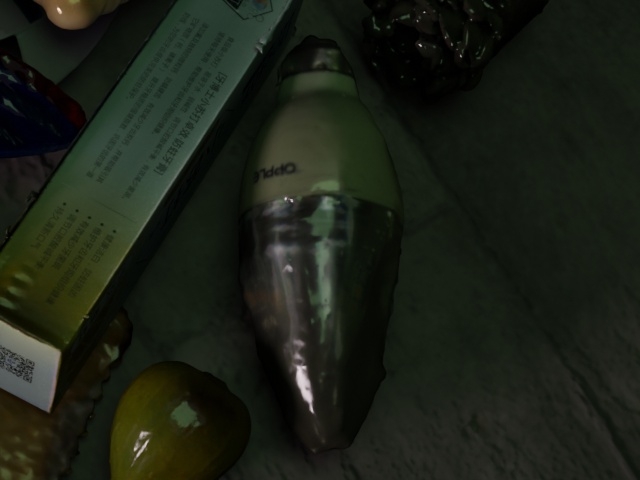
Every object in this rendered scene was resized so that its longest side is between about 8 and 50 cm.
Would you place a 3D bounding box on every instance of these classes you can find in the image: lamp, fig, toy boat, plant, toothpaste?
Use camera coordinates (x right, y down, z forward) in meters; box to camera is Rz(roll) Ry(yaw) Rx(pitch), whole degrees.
[{"bbox_3d":[0.000,0.000,1.160,0.101,0.101,0.250,5,67,-13],"label":"lamp"},{"bbox_3d":[-0.083,0.110,1.102,0.074,0.074,0.088,38,79,5],"label":"fig"},{"bbox_3d":[-0.186,-0.150,1.213,0.318,0.072,0.219,-28,72,-35],"label":"toy boat"},{"bbox_3d":[0.085,-0.149,1.261,0.094,0.092,0.143,47,54,2],"label":"plant"},{"bbox_3d":[-0.104,-0.050,1.154,0.071,0.089,0.313,27,58,4],"label":"toothpaste"}]

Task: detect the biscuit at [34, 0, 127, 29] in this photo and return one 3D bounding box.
[{"bbox_3d":[-0.184,-0.249,1.211,0.249,0.030,0.160,48,47,2],"label":"biscuit"}]

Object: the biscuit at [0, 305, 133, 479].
[{"bbox_3d":[-0.245,0.084,1.092,0.237,0.013,0.232,25,60,-6],"label":"biscuit"}]
